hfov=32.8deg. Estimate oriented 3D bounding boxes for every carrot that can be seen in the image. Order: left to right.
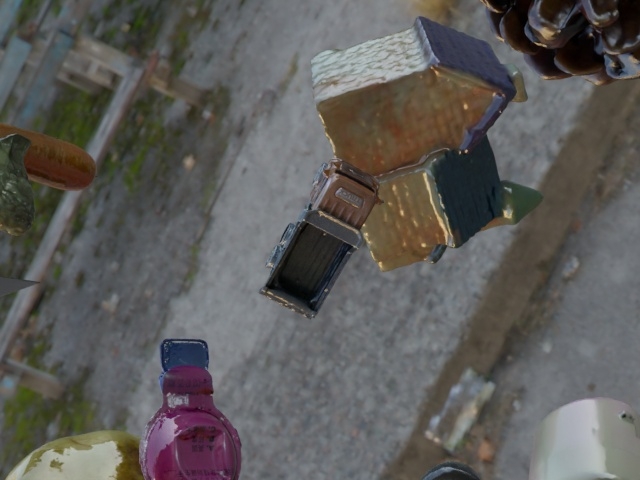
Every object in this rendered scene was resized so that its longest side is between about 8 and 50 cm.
[{"bbox_3d":[-0.384,-0.113,1.449,0.067,0.225,0.067,-7,77,31],"label":"carrot"}]

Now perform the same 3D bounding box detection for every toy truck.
[{"bbox_3d":[0.000,0.000,1.331,0.192,0.083,0.092,-60,8,15],"label":"toy truck"}]

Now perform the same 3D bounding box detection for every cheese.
[{"bbox_3d":[-0.173,0.250,1.436,0.062,0.155,0.244,-26,66,49],"label":"cheese"}]

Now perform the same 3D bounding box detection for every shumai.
[{"bbox_3d":[-0.276,-0.054,0.958,0.082,0.083,0.080,33,91,24],"label":"shumai"}]

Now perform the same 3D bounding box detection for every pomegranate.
[{"bbox_3d":[-0.337,0.448,1.613,0.332,0.332,0.332,-49,25,34],"label":"pomegranate"}]

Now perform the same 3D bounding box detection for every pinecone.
[{"bbox_3d":[0.272,-0.286,1.074,0.242,0.298,0.296,-37,-2,5],"label":"pinecone"}]

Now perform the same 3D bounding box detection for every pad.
[{"bbox_3d":[-0.608,0.090,1.781,0.245,0.170,0.006,-17,74,26],"label":"pad"}]

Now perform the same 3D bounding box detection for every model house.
[{"bbox_3d":[0.165,-0.148,1.572,0.280,0.312,0.245,-18,25,7],"label":"model house"}]

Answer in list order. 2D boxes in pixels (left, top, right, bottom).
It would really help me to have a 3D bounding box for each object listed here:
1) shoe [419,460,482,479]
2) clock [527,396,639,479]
[{"bbox_3d":[0.128,0.350,1.143,0.149,0.109,0.293,-38,-45,-72],"label":"shoe"},{"bbox_3d":[0.238,0.290,0.879,0.309,0.284,0.114,-55,12,38],"label":"clock"}]
